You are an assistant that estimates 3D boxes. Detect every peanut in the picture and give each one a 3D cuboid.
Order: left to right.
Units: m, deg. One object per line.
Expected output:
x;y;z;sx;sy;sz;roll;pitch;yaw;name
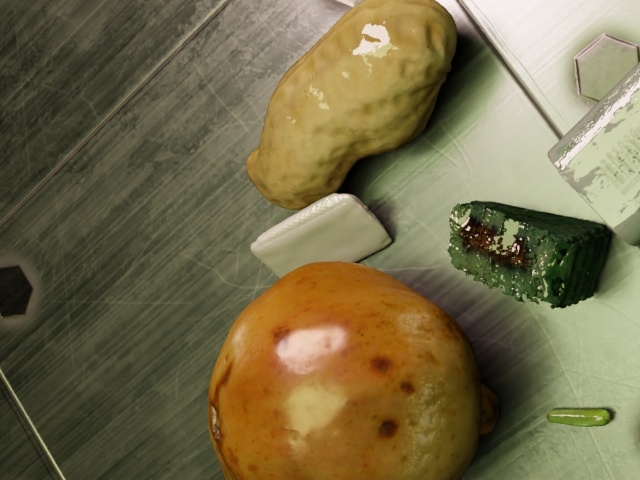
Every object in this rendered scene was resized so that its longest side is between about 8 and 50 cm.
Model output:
0.041;-0.188;1.859;0.387;0.192;0.170;-42;29;28;peanut

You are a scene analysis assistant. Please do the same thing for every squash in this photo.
0.345;0.236;1.791;0.089;0.027;0.027;-2;91;33;squash

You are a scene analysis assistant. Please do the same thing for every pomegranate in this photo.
0.058;0.220;1.766;0.410;0.410;0.410;1;92;27;pomegranate

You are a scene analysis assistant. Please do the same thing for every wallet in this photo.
0.000;0.000;1.923;0.183;0.124;0.032;-29;37;23;wallet

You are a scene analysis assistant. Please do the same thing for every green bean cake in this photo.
0.254;0.014;1.742;0.208;0.193;0.107;17;105;27;green bean cake

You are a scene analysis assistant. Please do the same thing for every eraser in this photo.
0.425;-0.131;1.710;0.227;0.081;0.174;-47;68;21;eraser
